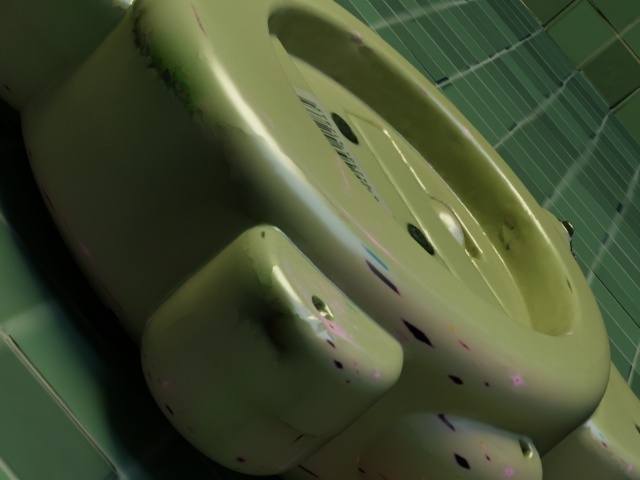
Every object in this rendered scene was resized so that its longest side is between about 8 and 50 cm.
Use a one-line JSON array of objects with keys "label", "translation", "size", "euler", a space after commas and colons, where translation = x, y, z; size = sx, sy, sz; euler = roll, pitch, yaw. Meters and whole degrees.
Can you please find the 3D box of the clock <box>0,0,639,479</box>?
[{"label": "clock", "translation": [0.000, 0.000, 0.804], "size": [0.309, 0.114, 0.284], "euler": [20, 35, -58]}]
